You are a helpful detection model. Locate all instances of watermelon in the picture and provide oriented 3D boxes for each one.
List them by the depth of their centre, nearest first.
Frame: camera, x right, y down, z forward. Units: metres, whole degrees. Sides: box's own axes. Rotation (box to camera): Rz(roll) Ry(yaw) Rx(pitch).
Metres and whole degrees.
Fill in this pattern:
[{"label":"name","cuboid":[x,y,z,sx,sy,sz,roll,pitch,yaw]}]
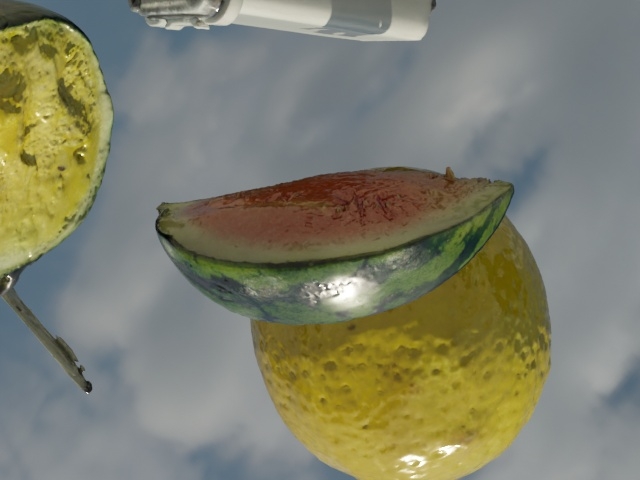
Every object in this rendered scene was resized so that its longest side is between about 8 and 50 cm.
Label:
[{"label":"watermelon","cuboid":[-0.001,-0.005,0.951,0.245,0.063,0.119,-4,-134,17]},{"label":"watermelon","cuboid":[-0.254,-0.074,1.062,0.127,0.232,0.204,31,-127,28]}]

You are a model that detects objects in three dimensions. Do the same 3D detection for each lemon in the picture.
[{"label":"lemon","cuboid":[0.084,0.089,1.525,0.336,0.336,0.336,-28,-137,30]}]

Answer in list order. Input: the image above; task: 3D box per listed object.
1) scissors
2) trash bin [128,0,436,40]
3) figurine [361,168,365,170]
[{"label":"scissors","cuboid":[-0.314,0.029,1.406,0.022,0.300,0.109,-42,174,3]},{"label":"trash bin","cuboid":[-0.031,-0.370,1.875,0.296,0.367,0.256,9,-89,59]},{"label":"figurine","cuboid":[0.095,0.016,1.888,0.103,0.205,0.260,-51,-172,-14]}]
